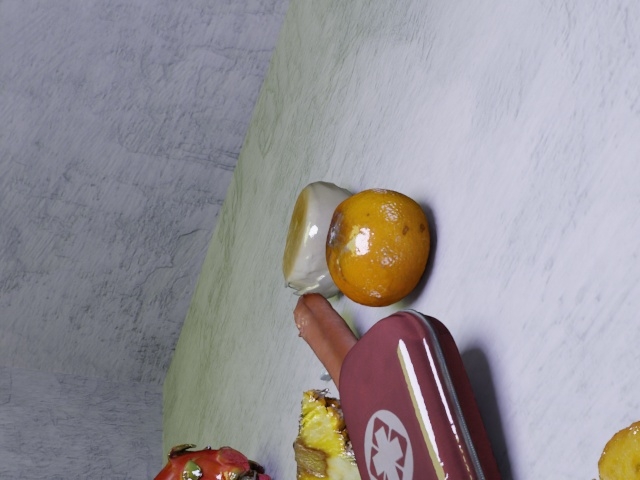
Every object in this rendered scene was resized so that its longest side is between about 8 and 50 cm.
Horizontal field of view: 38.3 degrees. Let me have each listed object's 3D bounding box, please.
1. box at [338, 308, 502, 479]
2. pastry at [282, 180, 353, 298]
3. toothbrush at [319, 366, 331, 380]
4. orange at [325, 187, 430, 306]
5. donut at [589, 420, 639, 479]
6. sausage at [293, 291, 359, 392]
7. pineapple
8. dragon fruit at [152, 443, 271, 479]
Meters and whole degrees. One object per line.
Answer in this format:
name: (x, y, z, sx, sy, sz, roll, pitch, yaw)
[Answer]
box: (0.140, 0.303, 1.323, 0.263, 0.108, 0.404, -56, 43, 48)
pastry: (0.000, -0.002, 2.015, 0.265, 0.133, 0.265, -169, 90, -74)
toothbrush: (0.065, 0.229, 1.864, 0.342, 0.025, 0.030, 131, 144, -60)
orange: (0.096, 0.013, 1.645, 0.224, 0.170, 0.224, -168, 90, -74)
donut: (0.343, 0.270, 0.883, 0.174, 0.075, 0.190, 121, 149, -47)
sausage: (0.045, 0.230, 1.733, 0.094, 0.094, 0.419, -57, 34, 14)
pineapple: (0.052, 0.395, 1.723, 0.164, 0.140, 0.250, -5, 91, 31)
dragon fruit: (-0.247, 0.615, 2.266, 0.226, 0.305, 0.305, -49, 22, 3)
